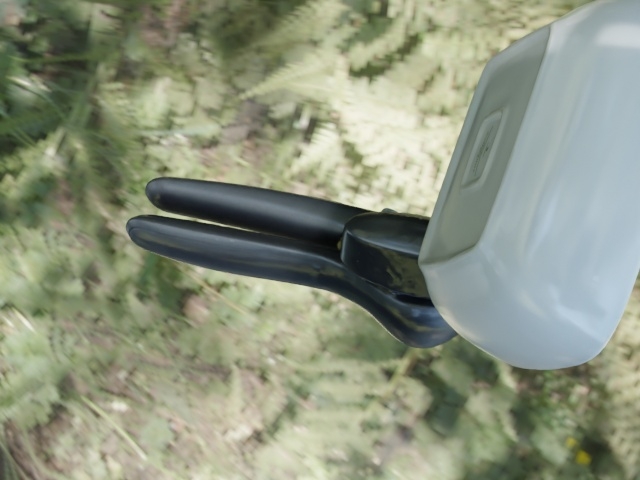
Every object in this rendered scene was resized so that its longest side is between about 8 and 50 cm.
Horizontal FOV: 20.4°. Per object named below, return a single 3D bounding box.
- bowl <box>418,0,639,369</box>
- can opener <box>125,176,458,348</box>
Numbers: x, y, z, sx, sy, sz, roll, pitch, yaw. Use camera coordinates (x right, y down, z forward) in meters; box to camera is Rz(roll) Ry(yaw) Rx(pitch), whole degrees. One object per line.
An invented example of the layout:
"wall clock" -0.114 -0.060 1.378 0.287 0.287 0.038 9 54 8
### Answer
"bowl" 0.084 -0.026 0.672 0.053 0.142 0.142 22 83 -9
"can opener" 0.000 0.000 0.818 0.059 0.186 0.073 -54 149 -43
